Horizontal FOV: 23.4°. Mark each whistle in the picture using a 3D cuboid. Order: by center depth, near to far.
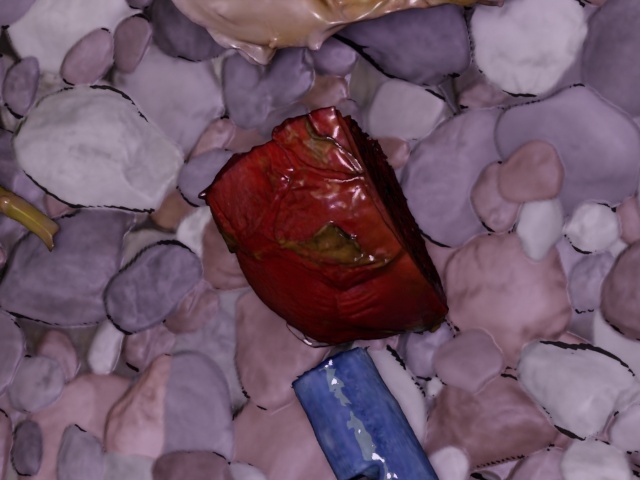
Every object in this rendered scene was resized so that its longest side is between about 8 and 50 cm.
[{"bbox_3d":[0.075,0.210,0.956,0.062,0.062,0.304,-29,78,7],"label":"whistle"}]

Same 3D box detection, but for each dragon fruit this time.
[{"bbox_3d":[-0.002,0.001,0.958,0.120,0.161,0.127,-25,67,6],"label":"dragon fruit"}]

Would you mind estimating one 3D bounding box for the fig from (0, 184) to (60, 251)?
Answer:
[{"bbox_3d":[-0.289,-0.064,1.047,0.257,0.159,0.159,31,89,-3],"label":"fig"}]

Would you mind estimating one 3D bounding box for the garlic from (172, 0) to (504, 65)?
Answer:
[{"bbox_3d":[0.031,-0.245,0.965,0.281,0.203,0.185,-5,41,26],"label":"garlic"}]
